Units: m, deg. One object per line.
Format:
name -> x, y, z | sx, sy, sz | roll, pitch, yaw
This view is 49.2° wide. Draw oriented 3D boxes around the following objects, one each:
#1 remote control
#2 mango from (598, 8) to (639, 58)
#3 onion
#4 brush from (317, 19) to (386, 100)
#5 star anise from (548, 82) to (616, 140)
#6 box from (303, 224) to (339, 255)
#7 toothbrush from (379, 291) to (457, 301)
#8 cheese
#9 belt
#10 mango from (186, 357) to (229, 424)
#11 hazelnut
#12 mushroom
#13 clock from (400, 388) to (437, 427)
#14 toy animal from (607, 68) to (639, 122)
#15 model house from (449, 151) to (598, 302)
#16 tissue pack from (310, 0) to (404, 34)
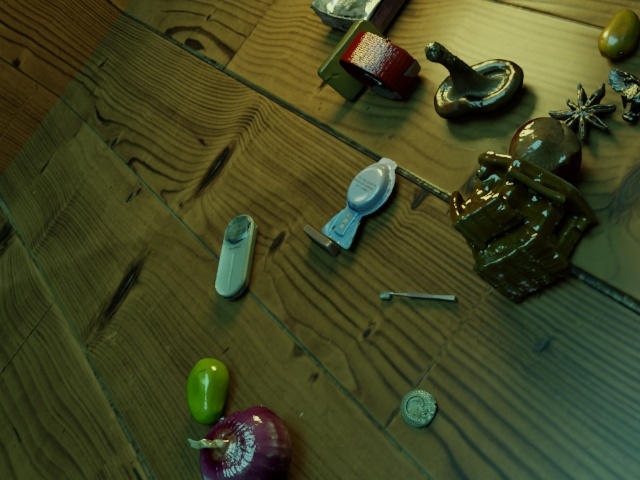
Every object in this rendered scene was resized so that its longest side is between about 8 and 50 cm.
remote control -> -0.227, 0.043, 1.910 | 0.104, 0.052, 0.247 | -13, 57, 33
mango -> 0.628, -0.433, 1.468 | 0.080, 0.060, 0.114 | 6, 65, 39
onion -> -0.156, 0.474, 1.511 | 0.207, 0.200, 0.200 | -28, 42, -15
brush -> 0.092, -0.492, 1.912 | 0.197, 0.123, 0.059 | -51, 24, 3
star anise -> 0.545, -0.258, 1.445 | 0.141, 0.042, 0.141 | -21, 53, 30
box -> 0.000, 0.000, 1.747 | 0.025, 0.048, 0.115 | -49, 44, -5
toothbrush -> 0.208, 0.122, 1.520 | 0.194, 0.014, 0.017 | -2, 64, 39
cheese -> 0.103, -0.097, 1.717 | 0.244, 0.052, 0.135 | -55, 41, 1
belt -> 0.160, -0.461, 1.815 | 0.201, 0.128, 0.124 | 35, 89, 22
mango -> -0.284, 0.372, 1.732 | 0.117, 0.089, 0.163 | -7, 61, 38
hazelnut -> 0.449, -0.168, 1.407 | 0.143, 0.143, 0.154 | -43, 68, 12
mushroom -> 0.323, -0.377, 1.579 | 0.227, 0.217, 0.148 | -12, 57, 35
clock -> 0.195, 0.335, 1.404 | 0.083, 0.010, 0.074 | 21, 80, 46
toy animal -> 0.641, -0.286, 1.380 | 0.108, 0.062, 0.220 | -39, 42, -10
model house -> 0.369, -0.022, 1.351 | 0.220, 0.199, 0.229 | 13, 69, 57
tissue pack -> 0.164, -0.765, 2.024 | 0.259, 0.122, 0.361 | 33, 86, 43
